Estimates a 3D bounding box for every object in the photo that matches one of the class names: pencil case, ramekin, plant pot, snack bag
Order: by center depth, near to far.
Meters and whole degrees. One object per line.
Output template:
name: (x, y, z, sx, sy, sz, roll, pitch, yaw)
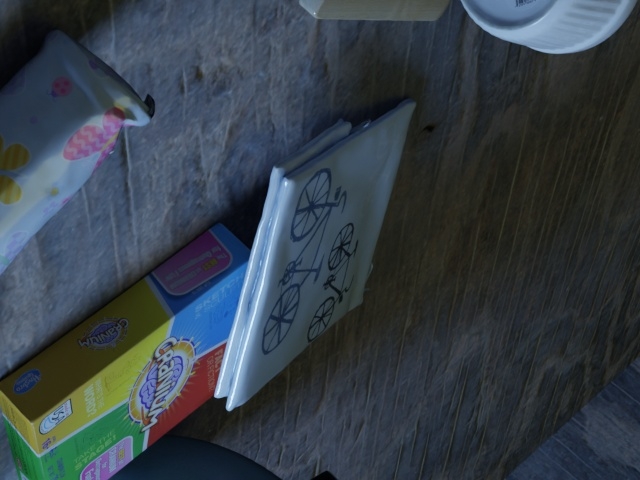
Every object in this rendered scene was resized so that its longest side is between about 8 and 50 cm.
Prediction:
pencil case: (-0.267, -0.051, 1.377, 0.273, 0.113, 0.124, -47, 177, -5)
ramekin: (0.238, -0.307, 1.769, 0.109, 0.207, 0.207, -5, 133, -46)
snack bag: (0.000, 0.000, 1.931, 0.342, 0.037, 0.323, -37, 147, -54)
plant pot: (-0.195, 0.354, 2.031, 0.290, 0.195, 0.290, -38, 155, -22)

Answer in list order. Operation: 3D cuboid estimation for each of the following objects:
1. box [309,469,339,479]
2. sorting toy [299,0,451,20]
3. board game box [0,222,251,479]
box: (-0.091, 0.493, 1.955, 0.343, 0.179, 0.312, -23, 145, -46)
sorting toy: (0.089, -0.343, 1.573, 0.257, 0.089, 0.255, -12, 138, -59)
board game box: (-0.210, 0.150, 1.853, 0.316, 0.064, 0.242, -38, 155, -24)
